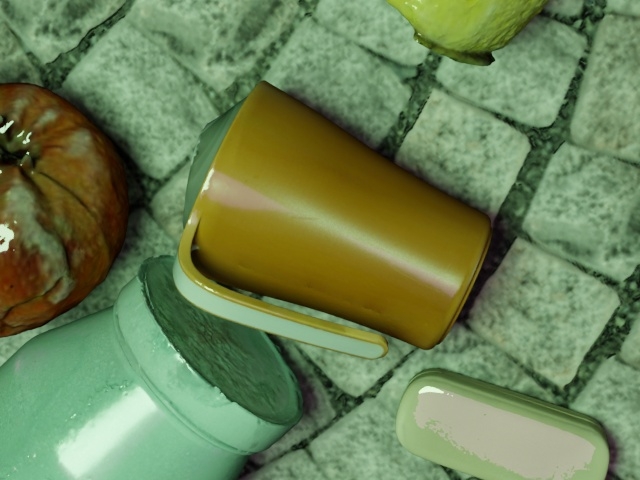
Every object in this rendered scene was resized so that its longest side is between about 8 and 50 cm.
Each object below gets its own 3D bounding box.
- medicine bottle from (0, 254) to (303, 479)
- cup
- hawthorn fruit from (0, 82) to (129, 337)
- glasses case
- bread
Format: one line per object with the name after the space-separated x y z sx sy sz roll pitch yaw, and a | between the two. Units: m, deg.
-0.184 0.176 1.054 0.290 0.245 0.245 -42 88 16 | medicine bottle
0.000 0.000 1.012 0.264 0.226 0.182 25 137 2 | cup
-0.306 -0.007 1.080 0.242 0.242 0.272 37 136 5 | hawthorn fruit
0.166 0.180 1.078 0.196 0.050 0.083 19 104 9 | glasses case
0.128 -0.254 0.965 0.197 0.197 0.170 36 117 5 | bread
